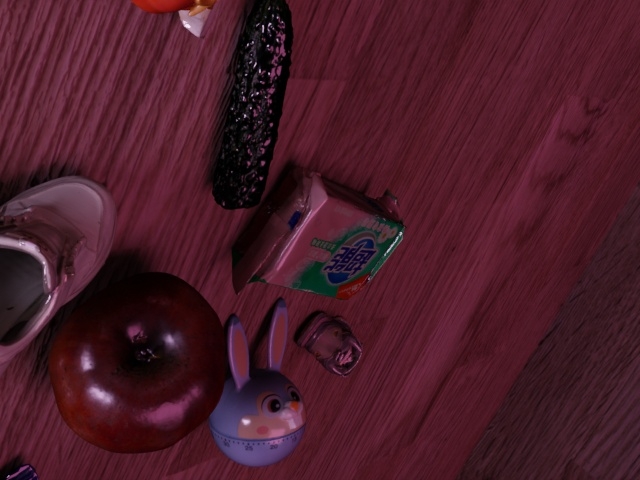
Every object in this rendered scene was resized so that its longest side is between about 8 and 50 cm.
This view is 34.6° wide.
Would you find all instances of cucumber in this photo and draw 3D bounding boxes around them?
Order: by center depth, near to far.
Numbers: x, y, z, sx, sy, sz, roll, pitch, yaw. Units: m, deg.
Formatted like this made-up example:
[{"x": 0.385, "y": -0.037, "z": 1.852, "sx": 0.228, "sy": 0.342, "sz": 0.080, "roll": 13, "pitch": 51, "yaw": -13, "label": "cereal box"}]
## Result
[{"x": -0.079, "y": -0.168, "z": 1.247, "sx": 0.072, "sy": 0.072, "sz": 0.300, "roll": -26, "pitch": 142, "yaw": -40, "label": "cucumber"}]

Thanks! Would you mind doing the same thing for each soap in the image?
[{"x": -0.002, "y": -0.002, "z": 1.535, "sx": 0.218, "sy": 0.098, "sz": 0.273, "roll": -50, "pitch": 151, "yaw": 12, "label": "soap"}]

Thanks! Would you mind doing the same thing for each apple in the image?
[{"x": -0.227, "y": 0.160, "z": 1.277, "sx": 0.234, "sy": 0.234, "sz": 0.234, "roll": -36, "pitch": 149, "yaw": -26, "label": "apple"}]

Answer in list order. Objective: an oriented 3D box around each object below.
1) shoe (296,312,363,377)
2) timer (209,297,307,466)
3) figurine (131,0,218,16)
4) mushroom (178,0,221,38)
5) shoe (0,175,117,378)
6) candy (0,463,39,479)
[{"x": 0.034, "y": 0.190, "z": 1.820, "sx": 0.089, "sy": 0.092, "sz": 0.180, "roll": -52, "pitch": 153, "yaw": 0, "label": "shoe"}, {"x": -0.085, "y": 0.245, "z": 1.640, "sx": 0.175, "sy": 0.175, "sz": 0.256, "roll": -15, "pitch": 135, "yaw": -48, "label": "timer"}, {"x": -0.135, "y": -0.321, "z": 0.889, "sx": 0.208, "sy": 0.180, "sz": 0.257, "roll": -85, "pitch": -162, "yaw": -62, "label": "figurine"}, {"x": -0.092, "y": -0.311, "z": 1.060, "sx": 0.209, "sy": 0.071, "sz": 0.084, "roll": -58, "pitch": -176, "yaw": 19, "label": "mushroom"}, {"x": -0.286, "y": 0.022, "z": 0.991, "sx": 0.159, "sy": 0.124, "sz": 0.316, "roll": -46, "pitch": -167, "yaw": 51, "label": "shoe"}, {"x": -0.414, "y": 0.420, "z": 1.449, "sx": 0.145, "sy": 0.070, "sz": 0.275, "roll": -38, "pitch": 142, "yaw": -17, "label": "candy"}]
